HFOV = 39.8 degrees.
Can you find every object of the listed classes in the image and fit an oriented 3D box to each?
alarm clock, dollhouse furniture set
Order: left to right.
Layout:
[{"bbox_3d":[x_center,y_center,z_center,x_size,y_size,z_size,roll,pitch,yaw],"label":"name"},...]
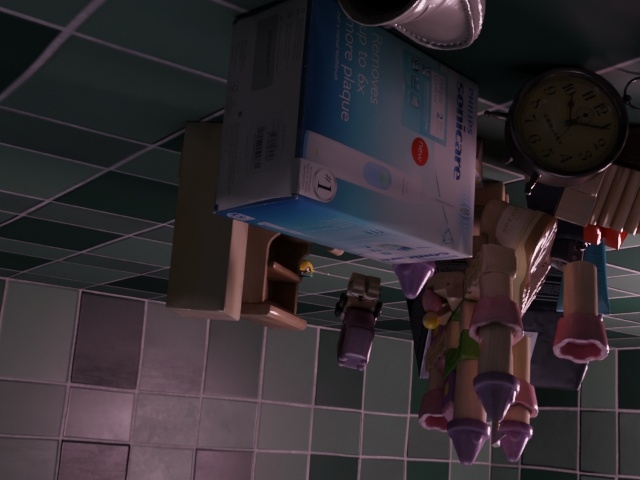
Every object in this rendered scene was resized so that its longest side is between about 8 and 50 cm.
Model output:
[{"bbox_3d":[0.081,0.006,1.371,0.393,0.257,0.362,0,167,19],"label":"dollhouse furniture set"},{"bbox_3d":[0.292,-0.134,0.996,0.192,0.129,0.064,-24,168,0],"label":"alarm clock"}]

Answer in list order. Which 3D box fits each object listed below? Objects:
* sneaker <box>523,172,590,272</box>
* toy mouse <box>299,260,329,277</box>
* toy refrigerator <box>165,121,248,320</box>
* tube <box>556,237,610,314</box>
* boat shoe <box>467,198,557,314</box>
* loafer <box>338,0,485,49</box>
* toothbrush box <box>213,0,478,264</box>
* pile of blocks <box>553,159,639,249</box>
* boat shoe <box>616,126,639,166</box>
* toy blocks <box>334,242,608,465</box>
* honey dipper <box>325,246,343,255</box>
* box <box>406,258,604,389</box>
[{"bbox_3d":[0.422,-0.028,1.329,0.226,0.164,0.086,0,166,11],"label":"sneaker"},{"bbox_3d":[-0.076,0.072,2.255,0.160,0.031,0.143,9,166,-22],"label":"toy mouse"},{"bbox_3d":[-0.159,-0.026,1.273,0.094,0.270,0.102,3,169,8],"label":"toy refrigerator"},{"bbox_3d":[0.420,0.013,1.403,0.080,0.207,0.052,1,167,22],"label":"tube"},{"bbox_3d":[0.268,0.039,1.275,0.098,0.109,0.302,28,159,21],"label":"boat shoe"},{"bbox_3d":[0.048,-0.216,0.700,0.112,0.112,0.319,-3,166,32],"label":"loafer"},{"bbox_3d":[0.041,-0.106,0.969,0.126,0.217,0.295,-7,163,42],"label":"toothbrush box"},{"bbox_3d":[0.418,-0.048,1.210,0.362,0.113,0.149,10,-165,-24],"label":"pile of blocks"},{"bbox_3d":[0.478,-0.113,1.169,0.189,0.068,0.072,16,-178,3],"label":"boat shoe"},{"bbox_3d":[0.175,0.173,1.149,0.308,0.260,0.289,13,148,-4],"label":"toy blocks"},{"bbox_3d":[0.000,0.000,1.906,0.030,0.031,0.160,-4,164,32],"label":"honey dipper"},{"bbox_3d":[0.324,0.114,1.641,0.296,0.183,0.294,5,-150,-3],"label":"box"}]
